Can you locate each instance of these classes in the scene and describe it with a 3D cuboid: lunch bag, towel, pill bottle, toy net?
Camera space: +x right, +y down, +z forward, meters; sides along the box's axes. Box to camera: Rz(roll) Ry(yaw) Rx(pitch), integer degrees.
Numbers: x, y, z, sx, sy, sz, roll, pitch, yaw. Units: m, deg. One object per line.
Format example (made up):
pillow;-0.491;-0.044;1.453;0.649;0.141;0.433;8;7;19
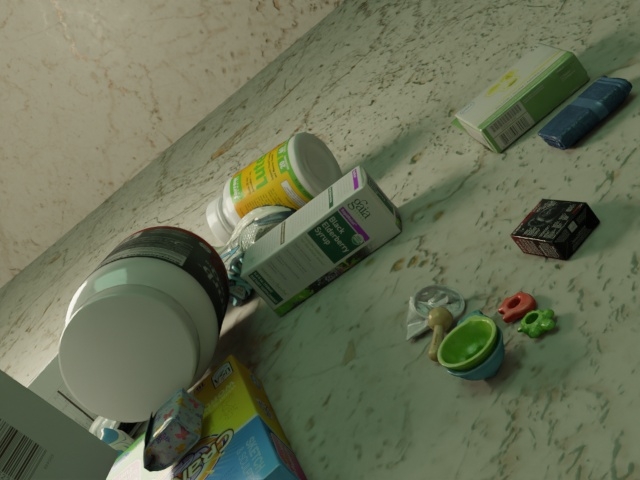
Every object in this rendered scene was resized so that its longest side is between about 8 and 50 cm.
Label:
lunch bag;-0.184;0.231;1.025;0.083;0.053;0.071;-46;17;16
towel;0.343;-0.164;1.096;0.119;0.029;0.067;-41;20;1
pill bottle;-0.246;0.111;1.224;0.210;0.210;0.363;-39;11;6
toy net;0.152;0.079;0.923;0.122;0.045;0.232;-44;20;-5
pill bottle;-0.091;-0.084;1.563;0.246;0.136;0.136;-29;23;30

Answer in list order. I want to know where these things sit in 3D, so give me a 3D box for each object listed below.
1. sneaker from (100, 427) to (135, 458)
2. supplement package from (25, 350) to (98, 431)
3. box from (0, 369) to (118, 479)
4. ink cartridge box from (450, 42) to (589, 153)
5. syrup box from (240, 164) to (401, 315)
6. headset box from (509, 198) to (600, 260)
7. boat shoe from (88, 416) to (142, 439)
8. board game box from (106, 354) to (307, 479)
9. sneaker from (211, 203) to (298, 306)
sneaker;-0.367;0.352;1.252;0.237;0.086;0.085;-37;22;15
supplement package;-0.428;0.277;1.405;0.244;0.134;0.139;-51;8;-25
box;-0.428;0.309;0.950;0.345;0.215;0.168;-39;19;32
ink cartridge box;0.284;-0.229;1.303;0.171;0.056;0.235;-40;22;5
syrup box;0.000;0.000;1.289;0.237;0.093;0.096;-35;21;16
headset box;0.256;-0.014;0.942;0.062;0.032;0.083;-46;20;-13
boat shoe;-0.289;0.257;1.345;0.063;0.066;0.184;11;45;39
board game box;-0.148;0.290;1.008;0.242;0.064;0.316;-43;20;-3
sneaker;-0.128;0.049;1.454;0.283;0.110;0.122;-34;39;26
